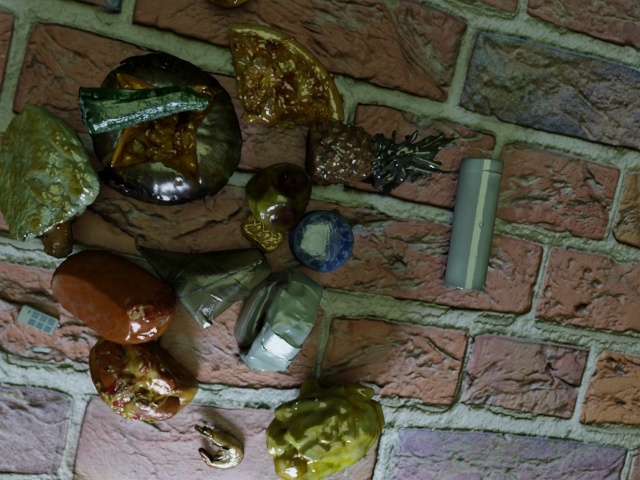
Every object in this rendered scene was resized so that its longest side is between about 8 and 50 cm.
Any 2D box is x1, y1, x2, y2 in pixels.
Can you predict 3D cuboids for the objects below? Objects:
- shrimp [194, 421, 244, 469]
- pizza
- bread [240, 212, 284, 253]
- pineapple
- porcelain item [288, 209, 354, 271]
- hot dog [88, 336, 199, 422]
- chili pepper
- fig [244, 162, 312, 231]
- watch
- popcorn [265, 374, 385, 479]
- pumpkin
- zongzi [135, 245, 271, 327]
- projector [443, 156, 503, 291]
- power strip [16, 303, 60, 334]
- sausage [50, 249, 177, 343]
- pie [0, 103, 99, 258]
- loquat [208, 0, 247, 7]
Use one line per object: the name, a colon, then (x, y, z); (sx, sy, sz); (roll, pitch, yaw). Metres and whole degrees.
shrimp: (-0.264, 0.515, 1.079); (0.095, 0.045, 0.162); (-42, 107, 16)
pizza: (-0.096, -0.357, 1.005); (0.336, 0.086, 0.226); (38, 86, -13)
bread: (-0.138, -0.021, 1.046); (0.111, 0.044, 0.083); (43, 85, -9)
pineapple: (0.146, -0.192, 1.031); (0.365, 0.165, 0.165); (3, 94, -13)
porcelain item: (0.000, 0.000, 1.038); (0.147, 0.114, 0.147); (-1, 95, -12)
hot dog: (-0.400, 0.307, 0.970); (0.150, 0.153, 0.256); (-44, 101, -4)
chili pepper: (-0.316, -0.245, 0.794); (0.227, 0.059, 0.088); (-7, 99, -8)
fig: (-0.101, -0.101, 0.994); (0.144, 0.166, 0.154); (-28, 122, -40)
watch: (-0.087, 0.183, 0.974); (0.162, 0.241, 0.253); (25, 90, -13)
popcorn: (0.011, 0.439, 1.019); (0.287, 0.252, 0.215); (-15, 84, -14)
pumpkin: (-0.319, -0.226, 0.918); (0.321, 0.192, 0.320); (-1, 94, -9)
zongzi: (-0.259, 0.045, 0.995); (0.221, 0.112, 0.242); (-38, 100, -4)
projector: (0.394, -0.041, 1.114); (0.108, 0.108, 0.337); (7, 94, -11)
power strip: (-0.641, 0.179, 0.982); (0.090, 0.016, 0.040); (28, 90, -12)
sausage: (-0.439, 0.115, 0.924); (0.268, 0.141, 0.153); (28, 109, 9)
pie: (-0.572, -0.124, 0.881); (0.257, 0.105, 0.274); (41, 111, 12)
loquat: (-0.207, -0.578, 0.951); (0.137, 0.113, 0.137); (2, 110, 6)
